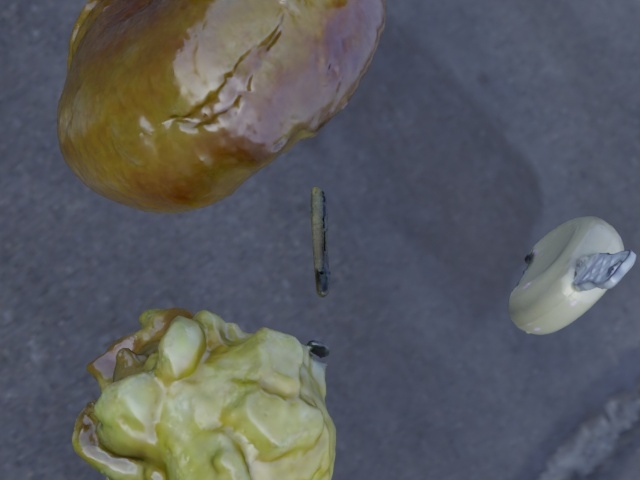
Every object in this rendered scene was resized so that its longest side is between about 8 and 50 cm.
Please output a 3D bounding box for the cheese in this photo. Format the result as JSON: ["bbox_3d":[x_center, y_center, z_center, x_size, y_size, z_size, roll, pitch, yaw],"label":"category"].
[{"bbox_3d":[0.306,0.024,1.868,0.071,0.249,0.163,43,60,-6],"label":"cheese"}]

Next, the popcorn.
[{"bbox_3d":[-0.093,0.172,1.398,0.215,0.286,0.252,-31,91,-27],"label":"popcorn"}]

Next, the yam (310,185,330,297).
[{"bbox_3d":[0.000,0.000,1.285,0.014,0.014,0.107,28,43,-34],"label":"yam"}]

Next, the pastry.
[{"bbox_3d":[-0.097,-0.179,1.439,0.164,0.356,0.356,46,39,-33],"label":"pastry"}]
